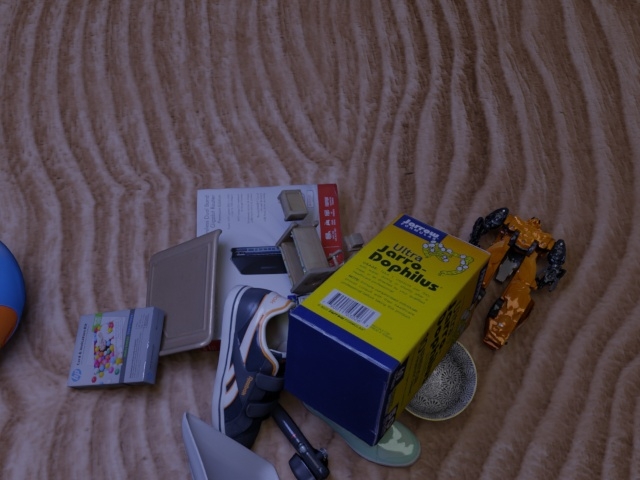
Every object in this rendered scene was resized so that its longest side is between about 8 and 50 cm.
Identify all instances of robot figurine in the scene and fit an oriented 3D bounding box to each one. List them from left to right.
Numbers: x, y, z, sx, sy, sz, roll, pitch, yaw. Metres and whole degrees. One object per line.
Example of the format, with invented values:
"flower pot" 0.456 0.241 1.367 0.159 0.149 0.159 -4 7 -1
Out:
"robot figurine" 0.380 0.070 1.367 0.211 0.085 0.291 33 70 12

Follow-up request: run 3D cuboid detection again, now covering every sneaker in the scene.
"sneaker" -0.113 0.247 1.186 0.127 0.126 0.321 7 97 22
"sneaker" 0.077 0.330 1.205 0.256 0.151 0.094 30 67 9

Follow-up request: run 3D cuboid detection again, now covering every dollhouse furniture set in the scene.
"dollhouse furniture set" 0.000 0.000 1.310 0.161 0.101 0.182 -4 63 -31

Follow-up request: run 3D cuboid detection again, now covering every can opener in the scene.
"can opener" -0.047 0.374 1.231 0.073 0.059 0.186 -31 71 -14

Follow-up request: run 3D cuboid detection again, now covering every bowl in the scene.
"bowl" 0.212 0.269 1.275 0.170 0.080 0.170 1 67 -2

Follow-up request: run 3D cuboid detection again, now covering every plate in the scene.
"plate" -0.118 0.437 1.050 0.045 0.277 0.278 -37 43 3

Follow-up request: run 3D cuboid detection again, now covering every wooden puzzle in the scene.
"wooden puzzle" -0.271 0.110 1.285 0.221 0.044 0.239 -18 59 39

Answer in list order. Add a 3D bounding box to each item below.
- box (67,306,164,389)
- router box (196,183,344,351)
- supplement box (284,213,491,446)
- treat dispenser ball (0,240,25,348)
"box" -0.394 0.208 1.262 0.186 0.038 0.145 -9 64 25
"router box" -0.103 0.053 1.359 0.301 0.082 0.336 -3 66 -4
"supplement box" 0.121 0.140 1.153 0.195 0.194 0.356 27 44 24
"treat dispenser ball" -0.699 0.104 1.202 0.288 0.288 0.288 1 66 -2
